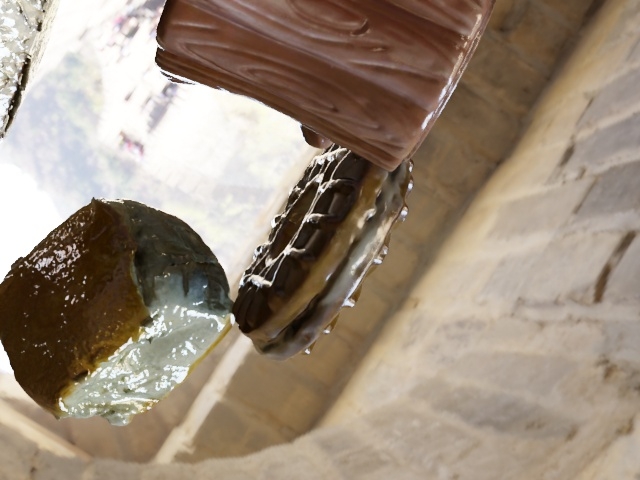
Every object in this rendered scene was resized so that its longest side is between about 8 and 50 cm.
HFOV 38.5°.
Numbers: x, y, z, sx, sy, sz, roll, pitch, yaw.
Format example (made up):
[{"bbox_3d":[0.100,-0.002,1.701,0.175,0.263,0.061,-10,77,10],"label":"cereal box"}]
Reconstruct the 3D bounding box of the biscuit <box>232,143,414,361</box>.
[{"bbox_3d":[0.000,0.000,1.166,0.103,0.332,0.332,31,177,-14],"label":"biscuit"}]

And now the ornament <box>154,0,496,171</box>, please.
[{"bbox_3d":[0.005,-0.175,0.731,0.217,0.221,0.235,27,-155,-4],"label":"ornament"}]

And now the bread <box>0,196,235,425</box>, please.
[{"bbox_3d":[-0.276,0.094,1.271,0.250,0.279,0.225,49,-173,30],"label":"bread"}]

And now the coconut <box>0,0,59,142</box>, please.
[{"bbox_3d":[-0.481,-0.271,1.004,0.360,0.346,0.346,22,180,-16],"label":"coconut"}]
